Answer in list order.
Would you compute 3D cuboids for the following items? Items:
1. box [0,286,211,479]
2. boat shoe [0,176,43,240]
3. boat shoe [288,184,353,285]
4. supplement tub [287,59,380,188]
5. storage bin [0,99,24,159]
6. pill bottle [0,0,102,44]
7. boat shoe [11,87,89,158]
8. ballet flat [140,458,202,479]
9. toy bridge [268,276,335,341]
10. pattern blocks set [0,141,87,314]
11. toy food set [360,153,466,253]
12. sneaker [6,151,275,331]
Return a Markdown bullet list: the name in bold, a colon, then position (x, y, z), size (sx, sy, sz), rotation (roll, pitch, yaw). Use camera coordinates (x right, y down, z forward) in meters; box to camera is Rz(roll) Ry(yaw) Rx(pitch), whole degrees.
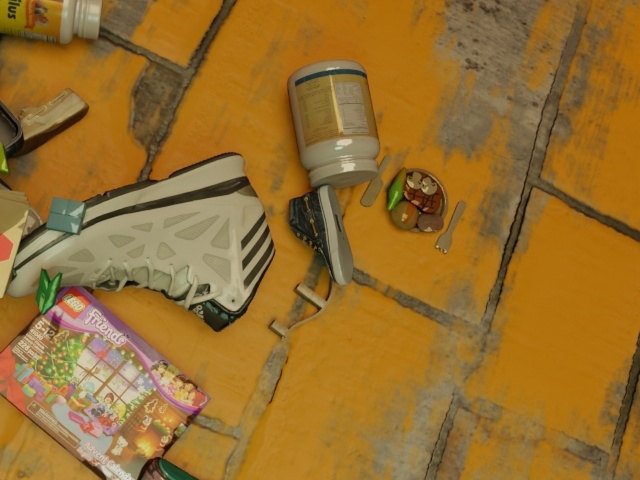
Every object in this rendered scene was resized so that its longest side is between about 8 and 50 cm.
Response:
- **box**: position (-0.347, 0.231, 1.300), size (0.293, 0.057, 0.201), rotation (41, 69, -5)
- **boat shoe**: position (-0.536, -0.082, 1.298), size (0.254, 0.079, 0.095), rotation (39, 69, -8)
- **boat shoe**: position (0.000, 0.000, 1.439), size (0.083, 0.065, 0.183), rotation (-19, 69, 21)
- **supplement tub**: position (0.025, -0.201, 1.462), size (0.144, 0.144, 0.199), rotation (-7, 81, -18)
- **storage bin**: position (-0.537, -0.184, 1.221), size (0.122, 0.084, 0.180), rotation (-42, 97, -17)
- **pill bottle**: position (-0.470, -0.390, 1.364), size (0.215, 0.117, 0.117), rotation (7, 76, -16)
- **boat shoe**: position (-0.462, -0.193, 1.358), size (0.170, 0.063, 0.059), rotation (-38, 89, -30)
- **ballet flat**: position (-0.189, 0.412, 1.295), size (0.221, 0.077, 0.079), rotation (34, 101, -27)
- **toy bridge**: position (-0.017, 0.099, 1.447), size (0.063, 0.026, 0.188), rotation (37, 69, -7)
- **pattern blocks set**: position (-0.498, -0.006, 1.131), size (0.325, 0.026, 0.285), rotation (21, 78, -1)
- **toy food set**: position (0.182, -0.073, 1.538), size (0.192, 0.038, 0.132), rotation (30, 71, -9)
- **sneaker**: position (-0.250, 0.046, 1.288), size (0.448, 0.169, 0.257), rotation (-26, 87, -32)
